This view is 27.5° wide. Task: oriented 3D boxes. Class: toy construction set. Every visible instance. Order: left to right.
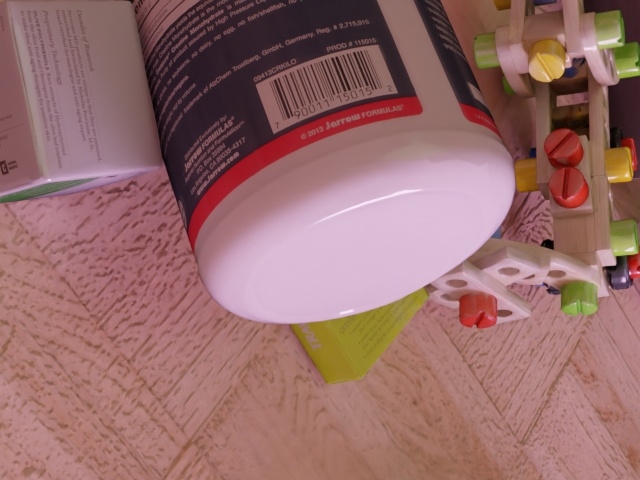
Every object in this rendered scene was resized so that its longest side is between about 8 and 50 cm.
[{"bbox_3d":[0.188,-0.067,1.063,0.215,0.151,0.327,50,53,-58],"label":"toy construction set"}]

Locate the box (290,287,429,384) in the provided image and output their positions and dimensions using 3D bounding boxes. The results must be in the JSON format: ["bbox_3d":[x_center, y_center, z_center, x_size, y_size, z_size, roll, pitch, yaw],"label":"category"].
[{"bbox_3d":[0.000,0.000,0.931,0.109,0.042,0.178,-46,112,-42],"label":"box"}]

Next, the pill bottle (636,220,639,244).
[{"bbox_3d":[0.368,0.038,1.265,0.160,0.087,0.087,41,54,-32],"label":"pill bottle"}]

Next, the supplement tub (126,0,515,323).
[{"bbox_3d":[-0.014,-0.105,0.792,0.191,0.191,0.272,7,55,-45],"label":"supplement tub"}]

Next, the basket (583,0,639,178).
[{"bbox_3d":[0.334,-0.176,1.236,0.154,0.204,0.227,-53,137,-86],"label":"basket"}]

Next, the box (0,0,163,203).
[{"bbox_3d":[-0.160,-0.077,0.745,0.087,0.101,0.102,-12,91,-47],"label":"box"}]
